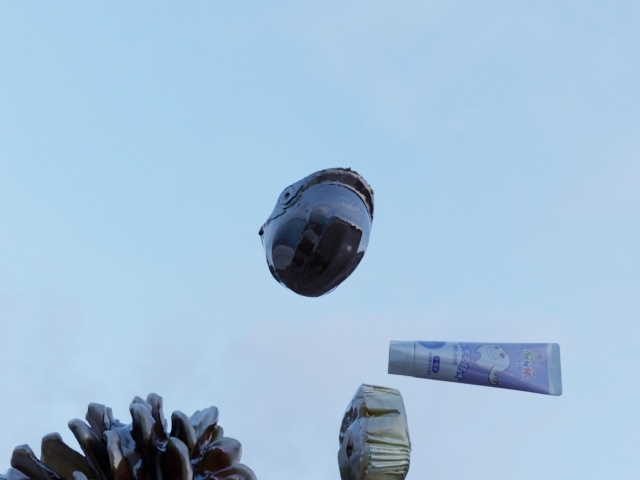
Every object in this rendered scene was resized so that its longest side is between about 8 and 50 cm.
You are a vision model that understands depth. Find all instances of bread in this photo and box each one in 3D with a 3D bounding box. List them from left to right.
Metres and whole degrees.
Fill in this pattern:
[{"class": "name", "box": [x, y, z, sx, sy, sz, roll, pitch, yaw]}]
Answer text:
[{"class": "bread", "box": [0.098, 0.406, 1.802, 0.110, 0.192, 0.209, 4, -42, -11]}]

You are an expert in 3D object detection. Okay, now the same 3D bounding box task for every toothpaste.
[{"class": "toothpaste", "box": [0.332, 0.265, 1.993, 0.371, 0.125, 0.080, 5, -33, 4]}]

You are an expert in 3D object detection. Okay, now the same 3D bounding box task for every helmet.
[{"class": "helmet", "box": [0.000, 0.000, 2.022, 0.225, 0.177, 0.305, 23, -57, -24]}]

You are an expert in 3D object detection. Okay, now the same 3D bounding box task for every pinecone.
[{"class": "pinecone", "box": [-0.278, 0.386, 1.190, 0.385, 0.384, 0.384, 11, -37, 8]}]
